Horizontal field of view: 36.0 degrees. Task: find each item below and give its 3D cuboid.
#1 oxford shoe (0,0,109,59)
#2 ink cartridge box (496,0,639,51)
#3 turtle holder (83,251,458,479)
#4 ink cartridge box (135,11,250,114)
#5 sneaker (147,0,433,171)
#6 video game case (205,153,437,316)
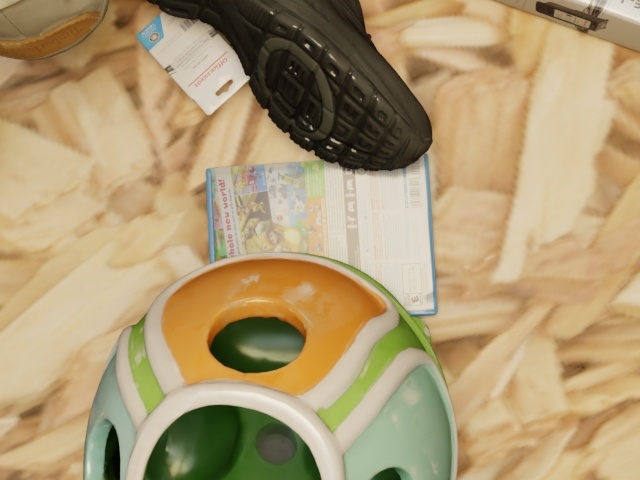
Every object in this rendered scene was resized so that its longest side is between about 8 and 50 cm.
[{"bbox_3d":[-0.234,-0.300,0.688,0.169,0.130,0.449,-17,60,2],"label":"oxford shoe"},{"bbox_3d":[0.200,-0.209,0.700,0.150,0.063,0.109,21,88,7],"label":"ink cartridge box"},{"bbox_3d":[-0.050,0.165,0.613,0.243,0.227,0.320,32,95,4],"label":"turtle holder"},{"bbox_3d":[-0.092,-0.136,0.741,0.048,0.028,0.083,-42,83,1],"label":"ink cartridge box"},{"bbox_3d":[-0.018,-0.172,0.695,0.286,0.109,0.130,46,60,-2],"label":"sneaker"},{"bbox_3d":[0.000,0.000,0.730,0.166,0.015,0.119,-3,87,5],"label":"video game case"}]
